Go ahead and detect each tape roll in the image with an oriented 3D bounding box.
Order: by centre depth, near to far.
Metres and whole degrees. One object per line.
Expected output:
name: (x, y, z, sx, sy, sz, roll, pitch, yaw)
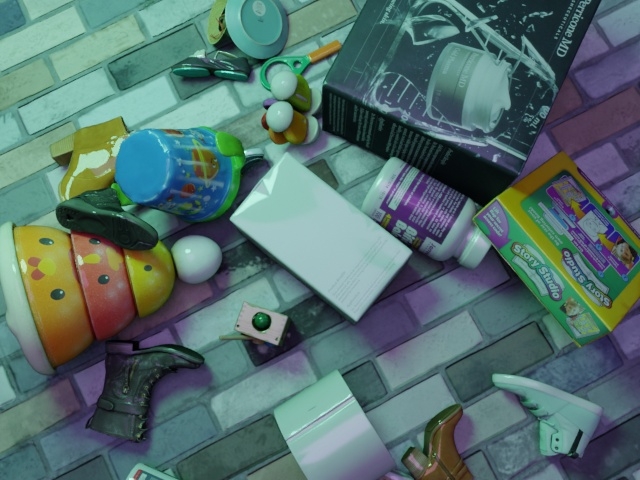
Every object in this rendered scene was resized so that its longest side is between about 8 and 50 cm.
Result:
tape roll: (0.031, 0.427, 1.387, 0.169, 0.246, 0.246, -32, 80, -4)

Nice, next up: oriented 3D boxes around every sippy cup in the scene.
sippy cup: (-0.341, -0.160, 1.480, 0.240, 0.224, 0.306, 40, 107, 21)

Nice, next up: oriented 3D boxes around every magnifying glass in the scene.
magnifying glass: (-0.052, -0.462, 1.673, 0.230, 0.026, 0.092, -28, 79, -2)

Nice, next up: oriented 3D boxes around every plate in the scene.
plate: (-0.156, -0.562, 1.636, 0.188, 0.024, 0.188, -1, 92, -35)

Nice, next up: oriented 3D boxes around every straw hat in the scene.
straw hat: (-0.240, -0.574, 1.674, 0.061, 0.144, 0.145, 13, 77, -35)

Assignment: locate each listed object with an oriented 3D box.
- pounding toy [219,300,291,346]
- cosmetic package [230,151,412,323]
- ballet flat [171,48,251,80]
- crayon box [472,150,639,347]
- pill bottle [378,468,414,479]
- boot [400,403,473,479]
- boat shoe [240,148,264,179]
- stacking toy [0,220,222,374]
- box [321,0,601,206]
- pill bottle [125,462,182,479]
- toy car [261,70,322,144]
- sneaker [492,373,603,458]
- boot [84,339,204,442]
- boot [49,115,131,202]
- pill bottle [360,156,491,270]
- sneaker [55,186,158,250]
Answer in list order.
pounding toy: (-0.148, 0.205, 1.485, 0.130, 0.141, 0.100, 18, 80, 5)
cosmetic package: (0.000, 0.000, 1.516, 0.385, 0.156, 0.217, 40, 82, 9)
ballet flat: (-0.281, -0.456, 1.652, 0.203, 0.074, 0.074, 3, 79, -4)
crayon box: (0.568, 0.007, 1.455, 0.313, 0.106, 0.363, -31, 78, -36)
pill bottle: (0.141, 0.598, 1.426, 0.094, 0.094, 0.170, 19, 80, 5)
boot: (0.297, 0.488, 1.463, 0.152, 0.073, 0.197, 43, 83, 1)
boat shoe: (-0.216, -0.163, 1.600, 0.183, 0.065, 0.083, -21, 80, 5)
stacking toy: (-0.464, 0.076, 1.476, 0.479, 0.350, 0.351, -16, 79, -20)
box: (0.312, -0.411, 1.520, 0.471, 0.297, 0.480, 26, 81, 4)
pill bottle: (-0.350, 0.583, 1.434, 0.180, 0.108, 0.108, 21, 80, 6)
toy car: (-0.085, -0.325, 1.599, 0.136, 0.159, 0.182, -2, 77, 38)
sneaker: (0.499, 0.403, 1.457, 0.255, 0.094, 0.151, 21, 83, 6)
boot: (-0.409, 0.357, 1.500, 0.262, 0.091, 0.229, 5, 85, 6)
boot: (-0.536, -0.159, 1.584, 0.211, 0.104, 0.295, -21, 75, -2)
pill bottle: (0.259, -0.056, 1.511, 0.301, 0.169, 0.169, 30, 81, 7)
sneaker: (-0.443, -0.055, 1.399, 0.227, 0.130, 0.087, 16, 122, 9)
